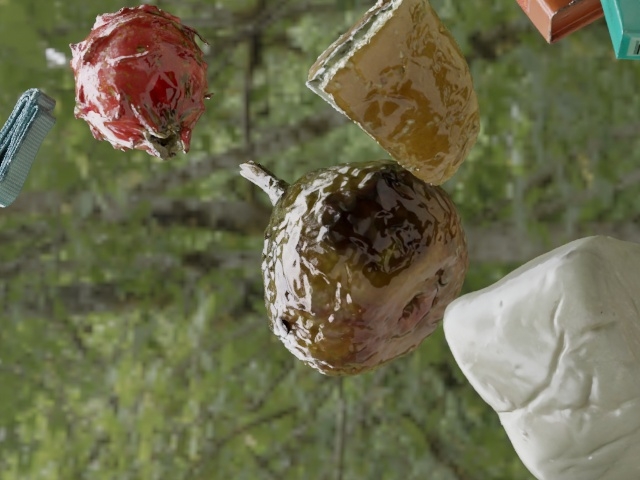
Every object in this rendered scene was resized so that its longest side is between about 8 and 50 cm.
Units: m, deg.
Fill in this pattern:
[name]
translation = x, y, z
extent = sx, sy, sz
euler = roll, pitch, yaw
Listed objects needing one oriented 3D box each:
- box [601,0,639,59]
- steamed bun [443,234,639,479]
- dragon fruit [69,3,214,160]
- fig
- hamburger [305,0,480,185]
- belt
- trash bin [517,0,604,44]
[box]
translation = 0.399, -0.239, 1.616
extent = 0.161, 0.226, 0.042
euler = -93, 5, -47
[steamed bun]
translation = 0.319, 0.139, 1.621
extent = 0.383, 0.247, 0.236
euler = 8, -114, -49
[dragon fruit]
translation = -0.257, -0.219, 2.301
extent = 0.210, 0.205, 0.268
euler = 22, -146, -44
[fig]
translation = 0.000, 0.000, 2.047
extent = 0.286, 0.368, 0.286
euler = -27, -47, -34
[hamburger]
translation = 0.103, -0.158, 1.766
extent = 0.208, 0.155, 0.135
euler = 49, -162, -12
[belt]
translation = -0.454, -0.140, 2.348
extent = 0.065, 0.100, 0.179
euler = 36, -99, -50
[trash bin]
translation = 0.287, -0.383, 1.985
extent = 0.239, 0.184, 0.161
euler = 59, 179, 14
